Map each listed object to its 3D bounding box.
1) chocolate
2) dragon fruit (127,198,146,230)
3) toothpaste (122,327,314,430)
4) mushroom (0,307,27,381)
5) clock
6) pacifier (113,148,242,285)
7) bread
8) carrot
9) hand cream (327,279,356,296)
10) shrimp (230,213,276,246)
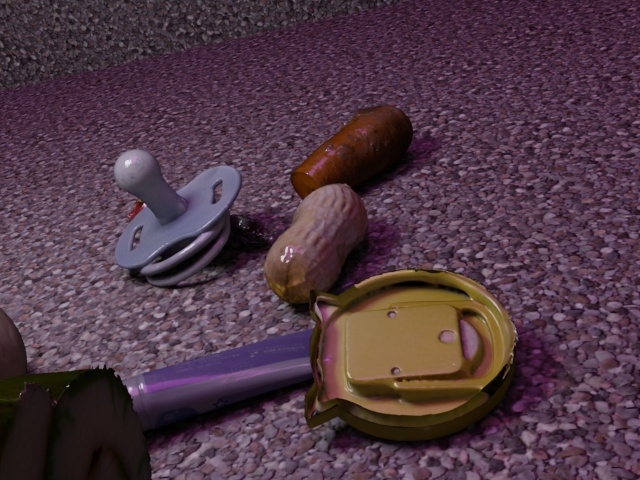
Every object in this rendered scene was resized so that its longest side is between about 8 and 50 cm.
[{"bbox_3d":[0.000,0.000,1.510,0.134,0.134,0.309,-3,30,22],"label":"chocolate"},{"bbox_3d":[-0.339,-0.049,1.828,0.116,0.081,0.086,20,27,2],"label":"dragon fruit"},{"bbox_3d":[-0.127,0.194,1.264,0.371,0.079,0.125,-16,26,-14],"label":"toothpaste"},{"bbox_3d":[-0.635,0.210,1.320,0.363,0.294,0.362,9,8,-1],"label":"mushroom"},{"bbox_3d":[0.121,0.156,1.194,0.294,0.071,0.277,-2,43,12],"label":"clock"},{"bbox_3d":[-0.301,-0.070,1.646,0.300,0.233,0.244,-29,28,16],"label":"pacifier"},{"bbox_3d":[-0.284,0.278,0.842,0.129,0.381,0.366,-5,40,9],"label":"bread"},{"bbox_3d":[0.078,-0.181,1.824,0.139,0.138,0.302,12,44,42],"label":"carrot"},{"bbox_3d":[0.063,0.112,1.371,0.052,0.038,0.216,2,15,-21],"label":"hand cream"},{"bbox_3d":[-0.132,-0.017,1.685,0.165,0.065,0.056,29,82,48],"label":"shrimp"}]
